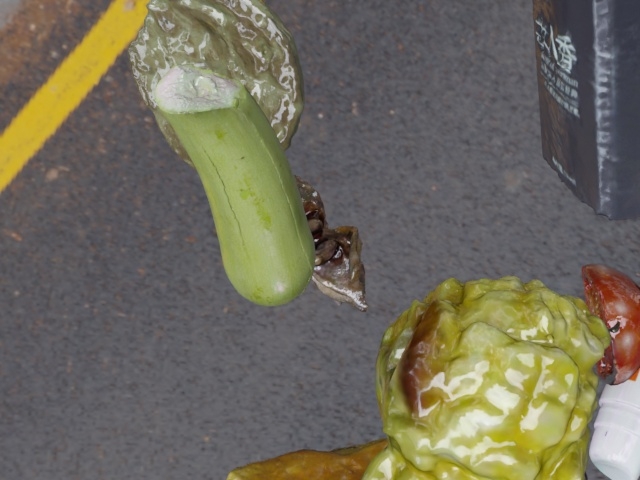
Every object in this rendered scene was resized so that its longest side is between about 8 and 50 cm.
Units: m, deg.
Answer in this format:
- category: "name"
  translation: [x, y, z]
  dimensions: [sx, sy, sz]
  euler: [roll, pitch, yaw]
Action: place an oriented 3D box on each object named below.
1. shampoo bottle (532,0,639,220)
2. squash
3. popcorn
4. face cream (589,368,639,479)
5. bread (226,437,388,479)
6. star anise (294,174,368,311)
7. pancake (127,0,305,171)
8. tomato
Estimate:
- category: "shampoo bottle"
  translation: [0.147, -0.166, 0.495]
  dimensions: [0.071, 0.310, 0.098]
  euler: [-11, 31, -1]
- category: "squash"
  translation: [-0.060, -0.036, 0.808]
  dimensions: [0.083, 0.250, 0.083]
  euler: [-8, 47, 9]
- category: "popcorn"
  translation: [0.123, 0.126, 0.738]
  dimensions: [0.169, 0.218, 0.189]
  euler: [10, 74, -4]
- category: "face cream"
  translation: [0.471, 0.173, 1.387]
  dimensions: [0.102, 0.102, 0.346]
  euler: [14, 65, 37]
- category: "bread"
  translation: [0.036, 0.309, 1.065]
  dimensions: [0.132, 0.294, 0.167]
  euler: [-120, 30, -56]
- category: "star anise"
  translation: [-0.003, -0.001, 1.657]
  dimensions: [0.109, 0.349, 0.292]
  euler: [-40, 82, -8]
- category: "pancake"
  translation: [-0.105, -0.162, 0.980]
  dimensions: [0.222, 0.042, 0.236]
  euler: [28, 134, 22]
- category: "tomato"
  translation: [0.399, 0.113, 1.294]
  dimensions: [0.082, 0.174, 0.166]
  euler: [-9, 104, 6]
